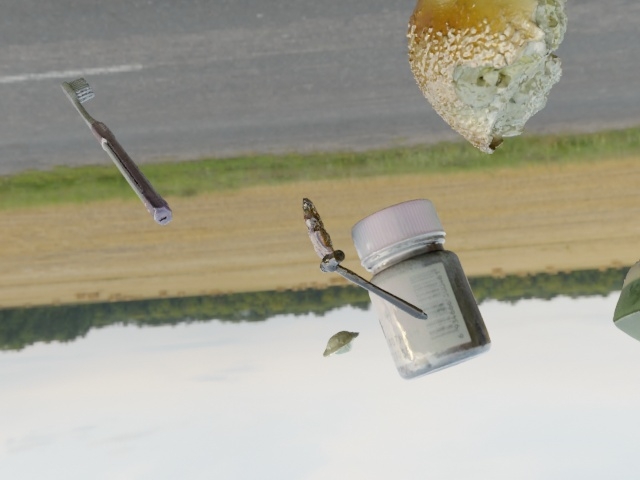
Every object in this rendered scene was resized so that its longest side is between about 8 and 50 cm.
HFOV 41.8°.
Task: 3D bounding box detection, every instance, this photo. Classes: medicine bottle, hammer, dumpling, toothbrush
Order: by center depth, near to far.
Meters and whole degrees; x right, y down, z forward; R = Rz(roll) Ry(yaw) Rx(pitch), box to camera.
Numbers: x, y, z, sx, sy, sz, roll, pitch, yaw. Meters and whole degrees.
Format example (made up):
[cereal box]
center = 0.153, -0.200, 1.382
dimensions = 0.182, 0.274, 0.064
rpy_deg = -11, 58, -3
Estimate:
[toothbrush]
center = -0.223, -0.109, 0.901
dimensions = 0.029, 0.024, 0.354
rpy_deg = -31, -140, -12
[hammer]
center = 0.081, 0.070, 1.213
dimensions = 0.178, 0.021, 0.065
rpy_deg = 31, 153, -4
[medicine bottle]
center = 0.164, 0.082, 1.396
dimensions = 0.165, 0.273, 0.165
rpy_deg = -18, 166, -5
[dumpling]
center = 0.041, 0.196, 1.589
dimensions = 0.077, 0.043, 0.059
rpy_deg = -10, -175, -10

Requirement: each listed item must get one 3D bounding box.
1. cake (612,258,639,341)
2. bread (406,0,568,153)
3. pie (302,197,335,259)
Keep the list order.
[cake]
center = 0.644, 0.145, 1.453
dimensions = 0.283, 0.158, 0.172
rpy_deg = 44, 149, -21
[bread]
center = 0.193, -0.239, 1.040
dimensions = 0.171, 0.192, 0.314
rpy_deg = -49, 167, -2
[pie]
center = 0.000, 0.000, 1.414
dimensions = 0.034, 0.092, 0.170
rpy_deg = -27, 141, -8
